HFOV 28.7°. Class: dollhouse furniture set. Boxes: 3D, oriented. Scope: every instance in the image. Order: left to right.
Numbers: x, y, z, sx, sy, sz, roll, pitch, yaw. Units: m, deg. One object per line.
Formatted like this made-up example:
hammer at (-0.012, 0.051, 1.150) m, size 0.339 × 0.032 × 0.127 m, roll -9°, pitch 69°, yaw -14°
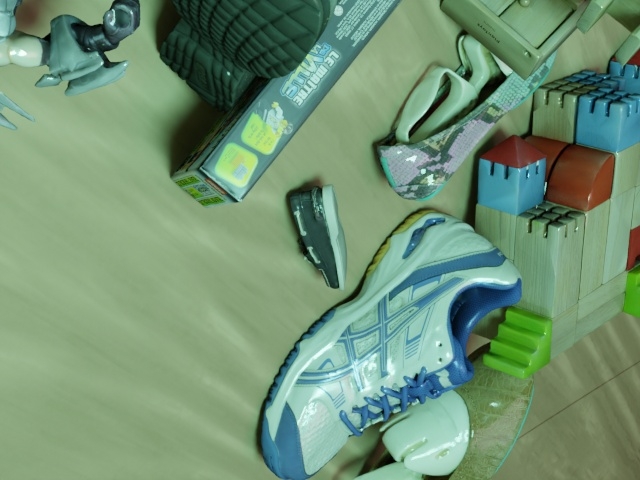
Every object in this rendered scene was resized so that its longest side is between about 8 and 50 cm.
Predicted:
dollhouse furniture set at (0.203, -0.257, 0.968) m, size 0.161 × 0.212 × 0.242 m, roll -45°, pitch 172°, yaw -18°

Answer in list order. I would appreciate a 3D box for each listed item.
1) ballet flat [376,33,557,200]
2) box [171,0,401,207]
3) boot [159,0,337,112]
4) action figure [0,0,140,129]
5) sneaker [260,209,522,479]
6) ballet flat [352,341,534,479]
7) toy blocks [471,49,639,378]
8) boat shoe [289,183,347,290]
ballet flat at (0.130, -0.131, 1.102) m, size 0.221 × 0.077 × 0.079 m, roll -47°, pitch 127°, yaw -18°
box at (-0.018, -0.114, 0.871) m, size 0.207 × 0.036 × 0.114 m, roll -52°, pitch -167°, yaw -11°
boot at (-0.015, -0.175, 0.766) m, size 0.161 × 0.083 × 0.246 m, roll -50°, pitch -170°, yaw -14°
action figure at (-0.146, -0.178, 0.642) m, size 0.285 × 0.099 × 0.185 m, roll -53°, pitch 141°, yaw -15°
sneaker at (0.066, 0.110, 1.151) m, size 0.296 × 0.131 × 0.112 m, roll -53°, pitch 150°, yaw -7°
ballet flat at (0.089, 0.242, 1.295) m, size 0.124 × 0.116 × 0.342 m, roll 10°, pitch 124°, yaw -42°
toy blocks at (0.283, -0.054, 1.302) m, size 0.381 × 0.191 × 0.261 m, roll -24°, pitch 123°, yaw -42°
boat shoe at (0.000, 0.000, 1.053) m, size 0.125 × 0.038 × 0.046 m, roll 77°, pitch 11°, yaw -55°
